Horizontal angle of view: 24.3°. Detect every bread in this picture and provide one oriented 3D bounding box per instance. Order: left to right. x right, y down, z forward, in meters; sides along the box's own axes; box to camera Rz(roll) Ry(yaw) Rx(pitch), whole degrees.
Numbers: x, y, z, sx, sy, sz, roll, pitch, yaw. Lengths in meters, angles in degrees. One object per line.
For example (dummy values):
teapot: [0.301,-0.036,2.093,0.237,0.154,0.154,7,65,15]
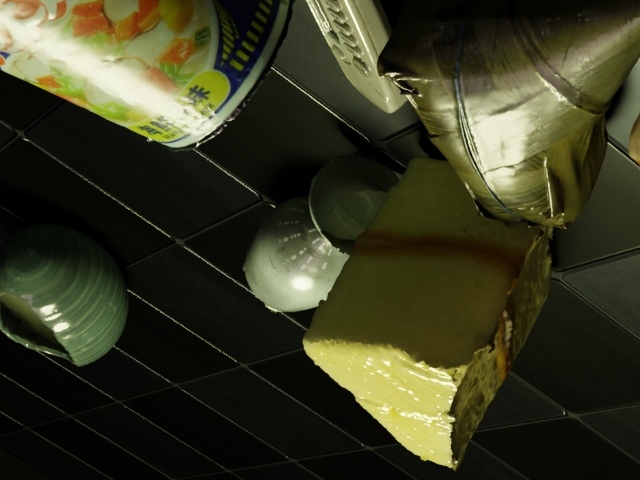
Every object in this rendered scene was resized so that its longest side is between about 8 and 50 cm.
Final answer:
bread: [0.165,0.076,1.467,0.198,0.263,0.236,7,147,44]

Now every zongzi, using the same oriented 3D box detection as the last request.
zongzi: [0.218,-0.108,1.238,0.274,0.125,0.251,-3,142,37]

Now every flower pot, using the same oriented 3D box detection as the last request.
flower pot: [-0.366,0.075,2.087,0.189,0.157,0.243,16,152,17]

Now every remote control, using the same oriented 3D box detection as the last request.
remote control: [0.025,-0.206,1.300,0.090,0.049,0.230,45,171,39]

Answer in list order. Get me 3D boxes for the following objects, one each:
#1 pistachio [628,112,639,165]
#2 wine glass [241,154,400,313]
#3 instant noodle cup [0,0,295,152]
pistachio: [0.335,-0.073,1.180,0.157,0.157,0.229,34,159,-16]
wine glass: [0.000,0.000,1.640,0.126,0.126,0.241,31,151,-10]
instant noodle cup: [-0.198,-0.229,1.251,0.312,0.284,0.284,31,155,-30]
